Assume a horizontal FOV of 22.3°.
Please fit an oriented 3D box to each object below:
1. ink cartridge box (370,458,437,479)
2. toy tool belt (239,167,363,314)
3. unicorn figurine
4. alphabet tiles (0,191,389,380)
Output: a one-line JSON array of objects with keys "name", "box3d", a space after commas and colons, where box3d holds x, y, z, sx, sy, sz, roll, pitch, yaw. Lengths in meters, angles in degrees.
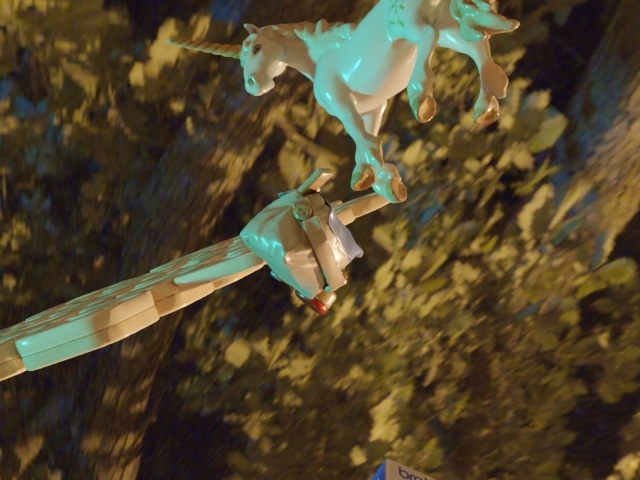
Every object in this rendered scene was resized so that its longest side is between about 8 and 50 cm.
[{"name": "ink cartridge box", "box3d": [0.100, 0.199, 0.852, 0.207, 0.097, 0.046, 26, -151, -14]}, {"name": "toy tool belt", "box3d": [0.000, 0.000, 0.791, 0.052, 0.083, 0.051, 34, -100, 29]}, {"name": "unicorn figurine", "box3d": [0.021, -0.077, 0.731, 0.162, 0.060, 0.111, -30, -122, 24]}, {"name": "alphabet tiles", "box3d": [-0.098, 0.031, 0.966, 0.284, 0.278, 0.021, -28, -82, -59]}]
